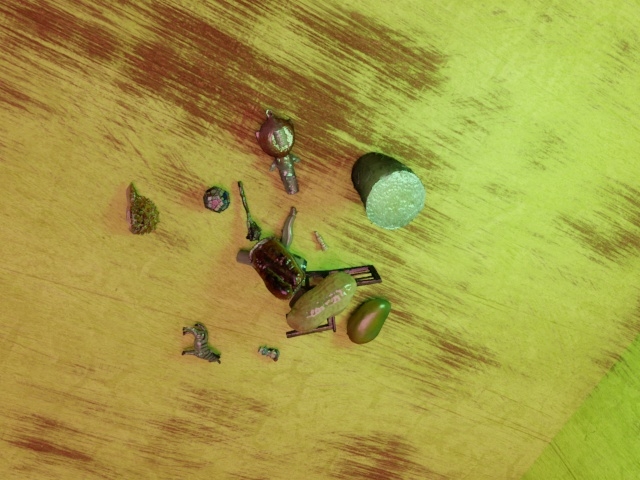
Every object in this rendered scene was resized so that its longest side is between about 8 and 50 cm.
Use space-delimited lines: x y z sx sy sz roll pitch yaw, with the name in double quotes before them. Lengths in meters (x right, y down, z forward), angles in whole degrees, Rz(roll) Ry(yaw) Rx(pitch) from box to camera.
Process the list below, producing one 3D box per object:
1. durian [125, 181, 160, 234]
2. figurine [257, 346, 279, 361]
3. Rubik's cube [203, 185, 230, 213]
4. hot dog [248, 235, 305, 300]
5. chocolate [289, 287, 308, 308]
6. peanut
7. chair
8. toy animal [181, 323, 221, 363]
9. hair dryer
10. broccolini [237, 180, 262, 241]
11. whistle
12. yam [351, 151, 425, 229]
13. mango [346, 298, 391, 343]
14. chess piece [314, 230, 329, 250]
"durian" -0.725 -0.119 1.692 0.140 0.078 0.224 -12 113 -2
"figurine" -0.245 0.536 2.019 0.105 0.047 0.060 21 98 -12
"Rubik's cube" -0.415 -0.163 1.705 0.111 0.111 0.093 -13 139 -2
"hot dog" -0.175 0.110 1.716 0.162 0.082 0.270 -38 76 -3
"chocolate" -0.083 0.247 1.739 0.064 0.031 0.101 31 98 -16
"peanut" 0.007 0.248 1.678 0.313 0.152 0.152 -37 111 -8
"chair" 0.048 0.262 1.871 0.415 0.203 0.241 -4 107 -3
"toy animal" -0.544 0.479 1.952 0.175 0.073 0.217 0 106 -13
"hair dryer" -0.218 0.026 1.815 0.295 0.119 0.299 -10 96 1
"broccolini" -0.299 -0.115 1.738 0.071 0.057 0.255 -21 106 -18
"whistle" -0.153 -0.340 1.655 0.142 0.133 0.346 -36 125 -31
"yam" 0.246 -0.206 1.640 0.240 0.348 0.241 -4 118 -7
"mango" 0.224 0.372 1.974 0.156 0.114 0.251 34 105 -10
"chess piece" 0.000 0.000 1.850 0.035 0.035 0.092 -30 108 5
